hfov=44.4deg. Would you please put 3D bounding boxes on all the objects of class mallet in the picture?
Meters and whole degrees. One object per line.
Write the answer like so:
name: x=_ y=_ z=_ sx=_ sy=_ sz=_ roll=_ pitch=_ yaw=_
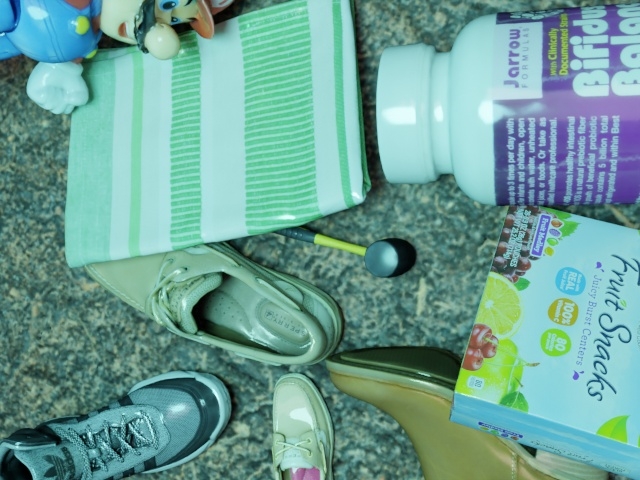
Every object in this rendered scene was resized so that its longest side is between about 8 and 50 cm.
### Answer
mallet: x=0.000 y=0.000 z=0.792 sx=0.190 sy=0.062 sz=0.039 roll=14 pitch=97 yaw=15

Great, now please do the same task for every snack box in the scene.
snack box: x=0.223 y=0.079 z=0.676 sx=0.174 sy=0.070 sz=0.207 roll=16 pitch=59 yaw=15

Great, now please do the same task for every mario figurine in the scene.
mario figurine: x=-0.224 y=-0.198 z=0.737 sx=0.321 sy=0.198 sz=0.170 roll=-20 pitch=115 yaw=-9

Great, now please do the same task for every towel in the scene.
towel: x=-0.115 y=-0.116 z=0.797 sx=0.325 sy=0.038 sz=0.247 roll=-9 pitch=72 yaw=16

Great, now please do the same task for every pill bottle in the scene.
pill bottle: x=0.206 y=-0.114 z=0.676 sx=0.302 sy=0.169 sz=0.169 roll=-1 pitch=92 yaw=15

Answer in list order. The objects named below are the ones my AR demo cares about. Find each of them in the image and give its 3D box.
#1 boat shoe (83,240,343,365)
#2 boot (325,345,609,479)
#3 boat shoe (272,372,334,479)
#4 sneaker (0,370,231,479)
boat shoe: x=-0.126 y=0.051 z=0.810 sx=0.302 sy=0.098 sz=0.109 roll=22 pitch=98 yaw=13
boot: x=0.127 y=0.227 z=0.758 sx=0.283 sy=0.109 sz=0.220 roll=11 pitch=102 yaw=11
boat shoe: x=-0.019 y=0.224 z=0.808 sx=0.063 sy=0.059 sz=0.170 roll=-12 pitch=89 yaw=15
sneaker: x=-0.229 y=0.218 z=0.816 sx=0.269 sy=0.153 sz=0.101 roll=-22 pitch=87 yaw=15
